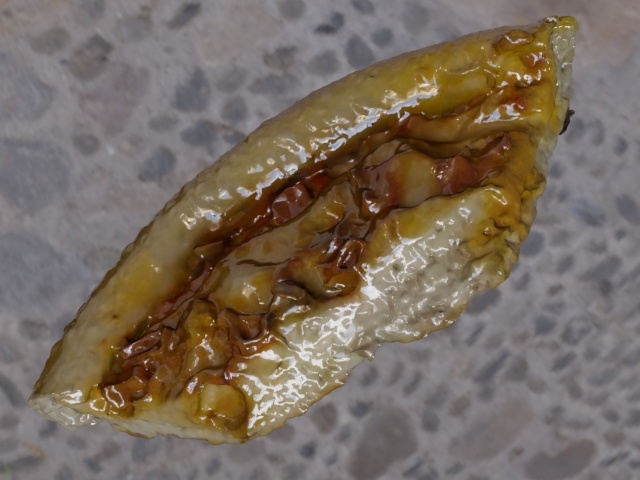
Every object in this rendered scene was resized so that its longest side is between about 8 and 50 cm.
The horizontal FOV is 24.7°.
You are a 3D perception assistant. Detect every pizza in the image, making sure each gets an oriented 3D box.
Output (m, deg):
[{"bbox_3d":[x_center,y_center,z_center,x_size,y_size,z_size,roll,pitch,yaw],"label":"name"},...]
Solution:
[{"bbox_3d":[0.000,0.000,0.791,0.365,0.182,0.074,-32,131,4],"label":"pizza"}]
